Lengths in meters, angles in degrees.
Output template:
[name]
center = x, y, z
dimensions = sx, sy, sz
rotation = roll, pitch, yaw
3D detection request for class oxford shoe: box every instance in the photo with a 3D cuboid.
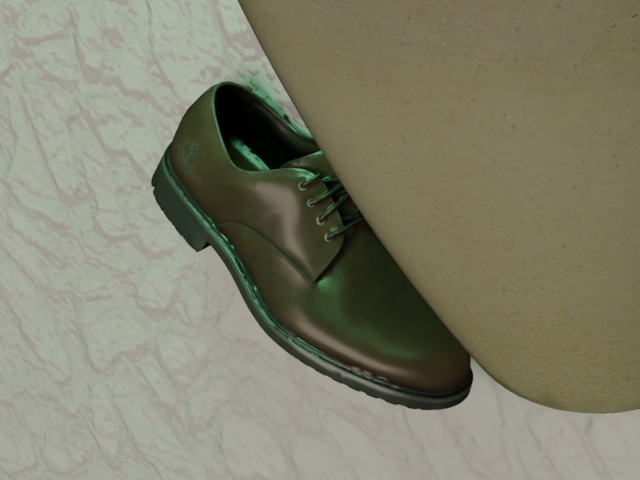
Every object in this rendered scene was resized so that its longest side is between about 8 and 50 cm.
[oxford shoe]
center = 0.000, 0.000, 0.819
dimensions = 0.227, 0.083, 0.096
rotation = 43, 131, 17

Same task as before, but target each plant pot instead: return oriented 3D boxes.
[plant pot]
center = 0.097, -0.070, 0.590
dimensions = 0.256, 0.256, 0.274
rotation = 21, 141, 35
